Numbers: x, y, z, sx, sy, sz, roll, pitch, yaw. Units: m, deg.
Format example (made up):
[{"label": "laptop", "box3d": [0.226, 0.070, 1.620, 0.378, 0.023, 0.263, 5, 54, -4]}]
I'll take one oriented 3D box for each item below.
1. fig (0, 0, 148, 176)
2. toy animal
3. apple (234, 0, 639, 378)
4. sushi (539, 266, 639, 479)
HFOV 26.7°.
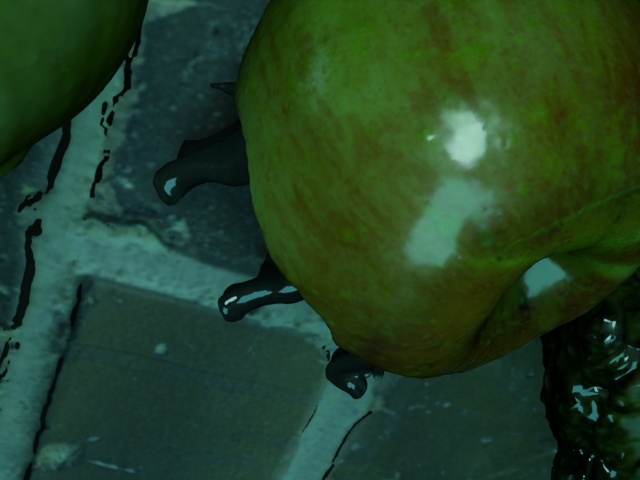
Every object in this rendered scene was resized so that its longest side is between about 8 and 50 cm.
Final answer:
[{"label": "fig", "box3d": [-0.236, -0.166, 0.646, 0.316, 0.316, 0.316, 3, 132, 3]}, {"label": "toy animal", "box3d": [0.000, 0.005, 0.875, 0.146, 0.114, 0.245, -18, 128, 21]}, {"label": "apple", "box3d": [0.067, -0.057, 0.728, 0.246, 0.226, 0.246, -25, 156, -12]}, {"label": "sushi", "box3d": [0.320, 0.042, 0.841, 0.352, 0.178, 0.294, 5, 131, -1]}]
